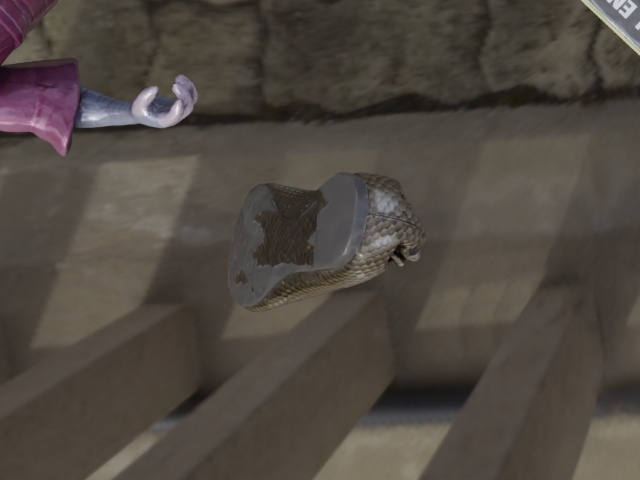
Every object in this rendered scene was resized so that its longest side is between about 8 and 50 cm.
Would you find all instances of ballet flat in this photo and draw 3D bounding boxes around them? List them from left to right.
[{"bbox_3d":[0.000,0.000,1.104,0.058,0.250,0.084,8,81,-20],"label":"ballet flat"}]

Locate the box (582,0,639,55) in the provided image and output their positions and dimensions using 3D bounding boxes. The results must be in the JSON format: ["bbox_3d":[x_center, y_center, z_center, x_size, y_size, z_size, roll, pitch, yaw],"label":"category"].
[{"bbox_3d":[0.156,-0.140,0.446,0.058,0.087,0.232,43,116,2],"label":"box"}]

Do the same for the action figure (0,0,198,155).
[{"bbox_3d":[-0.214,-0.181,1.116,0.275,0.248,0.370,25,73,42],"label":"action figure"}]
